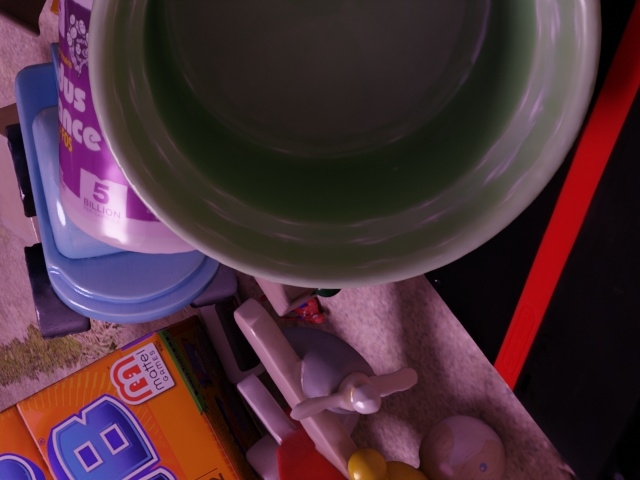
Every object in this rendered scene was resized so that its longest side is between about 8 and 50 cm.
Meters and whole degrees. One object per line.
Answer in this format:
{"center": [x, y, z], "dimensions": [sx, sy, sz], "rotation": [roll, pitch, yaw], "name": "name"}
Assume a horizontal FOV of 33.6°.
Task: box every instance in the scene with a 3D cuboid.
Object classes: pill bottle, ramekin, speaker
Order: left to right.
{"center": [-0.124, -0.154, 0.845], "dimensions": [0.169, 0.169, 0.302], "rotation": [37, 132, 36], "name": "pill bottle"}
{"center": [-0.117, 0.112, 1.363], "dimensions": [0.055, 0.055, 0.136], "rotation": [-4, 109, 56], "name": "speaker"}
{"center": [0.011, -0.135, 0.683], "dimensions": [0.148, 0.303, 0.304], "rotation": [-100, 2, -61], "name": "ramekin"}

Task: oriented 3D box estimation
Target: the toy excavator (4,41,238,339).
{"center": [-0.209, -0.151, 1.051], "dimensions": [0.445, 0.222, 0.433], "rotation": [123, 135, -69], "name": "toy excavator"}

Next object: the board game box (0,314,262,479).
{"center": [-0.247, 0.336, 1.313], "dimensions": [0.357, 0.356, 0.356], "rotation": [62, 180, 1], "name": "board game box"}

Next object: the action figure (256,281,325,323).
{"center": [-0.034, 0.075, 1.242], "dimensions": [0.115, 0.030, 0.038], "rotation": [20, 124, 45], "name": "action figure"}

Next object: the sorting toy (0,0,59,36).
{"center": [-0.287, -0.336, 1.140], "dimensions": [0.041, 0.307, 0.229], "rotation": [20, 91, 10], "name": "sorting toy"}

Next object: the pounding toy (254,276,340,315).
{"center": [0.000, 0.000, 1.057], "dimensions": [0.141, 0.130, 0.100], "rotation": [57, 160, 10], "name": "pounding toy"}

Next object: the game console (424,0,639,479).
{"center": [0.203, -0.018, 0.750], "dimensions": [0.342, 0.060, 0.387], "rotation": [57, 147, 39], "name": "game console"}

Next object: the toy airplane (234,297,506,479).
{"center": [0.056, 0.251, 1.072], "dimensions": [0.384, 0.272, 0.386], "rotation": [64, -173, 18], "name": "toy airplane"}

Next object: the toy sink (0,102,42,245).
{"center": [-0.371, -0.079, 1.499], "dimensions": [0.131, 0.152, 0.234], "rotation": [24, 133, 45], "name": "toy sink"}
